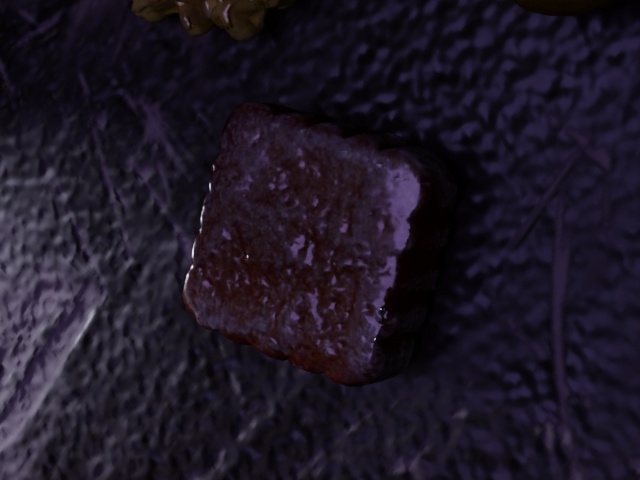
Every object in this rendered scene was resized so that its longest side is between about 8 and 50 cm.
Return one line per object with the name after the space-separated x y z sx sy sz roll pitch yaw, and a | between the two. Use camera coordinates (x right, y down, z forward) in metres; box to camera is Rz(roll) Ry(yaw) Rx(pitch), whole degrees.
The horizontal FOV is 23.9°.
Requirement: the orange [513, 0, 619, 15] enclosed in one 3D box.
0.123 -0.152 0.743 0.095 0.085 0.085 7 95 8 | orange

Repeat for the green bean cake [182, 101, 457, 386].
0.000 0.000 0.833 0.135 0.056 0.135 21 102 29 | green bean cake

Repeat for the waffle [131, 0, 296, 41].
-0.058 -0.214 0.862 0.149 0.051 0.194 18 106 28 | waffle
